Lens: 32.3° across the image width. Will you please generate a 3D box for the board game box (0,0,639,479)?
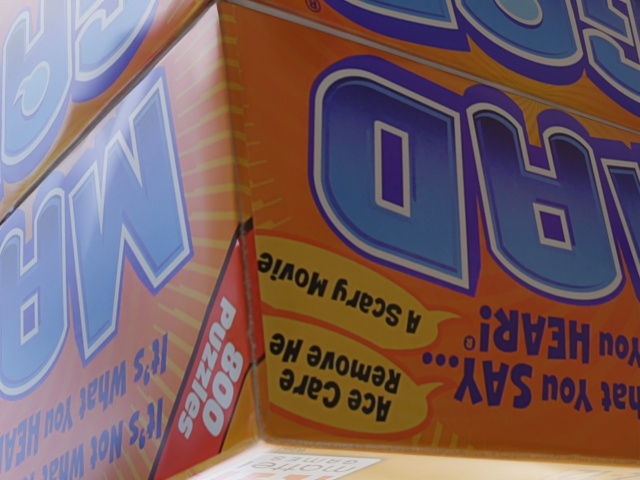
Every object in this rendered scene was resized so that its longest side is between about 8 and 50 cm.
[{"bbox_3d":[0.000,0.000,0.650,0.356,0.356,0.356,11,-120,-35],"label":"board game box"}]
